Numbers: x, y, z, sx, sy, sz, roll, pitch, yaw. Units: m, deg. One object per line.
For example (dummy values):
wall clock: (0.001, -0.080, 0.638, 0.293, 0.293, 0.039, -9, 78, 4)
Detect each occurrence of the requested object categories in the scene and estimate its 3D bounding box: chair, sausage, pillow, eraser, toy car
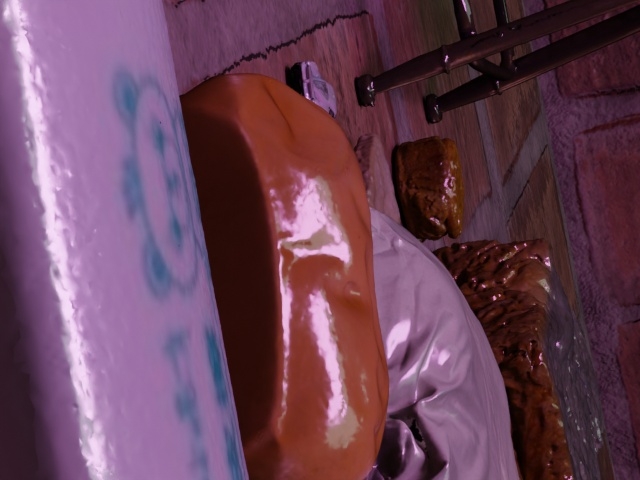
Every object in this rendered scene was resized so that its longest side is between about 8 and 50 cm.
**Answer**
chair: (0.238, -0.331, 1.672, 0.362, 0.410, 0.364, -6, 85, -77)
sausage: (-0.029, 0.032, 0.927, 0.136, 0.120, 0.241, 26, 55, -60)
pillow: (0.045, 0.120, 1.127, 0.310, 0.138, 0.283, 52, 29, -61)
eraser: (-0.093, 0.045, 0.699, 0.189, 0.104, 0.290, -7, 87, -73)
toy car: (-0.001, -0.103, 1.344, 0.093, 0.025, 0.041, 37, 46, -70)

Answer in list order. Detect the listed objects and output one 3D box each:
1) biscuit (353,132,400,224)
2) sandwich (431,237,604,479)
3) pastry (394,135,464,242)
biscuit: (0.054, 0.046, 1.449, 0.133, 0.032, 0.250, -57, 136, -71)
sandwich: (0.185, 0.147, 1.708, 0.325, 0.131, 0.262, -72, 148, -65)
pastry: (0.103, -0.048, 1.665, 0.109, 0.057, 0.097, -62, 142, -67)
